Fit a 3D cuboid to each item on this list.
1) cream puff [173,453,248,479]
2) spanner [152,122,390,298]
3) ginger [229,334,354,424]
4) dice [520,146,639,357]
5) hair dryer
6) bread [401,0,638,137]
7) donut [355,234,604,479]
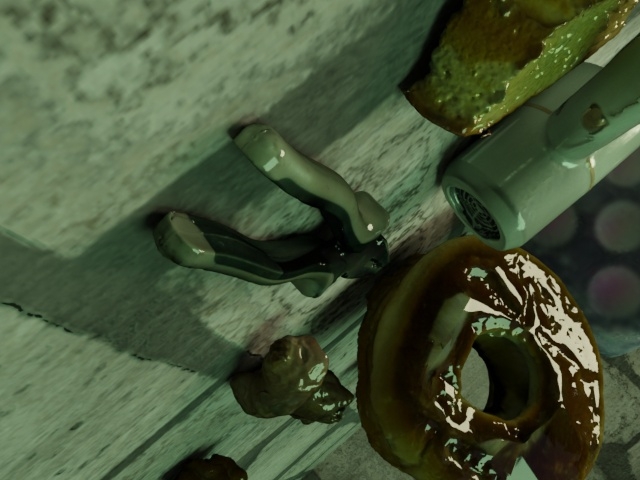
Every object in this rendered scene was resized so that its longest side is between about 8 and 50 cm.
[{"bbox_3d":[-0.156,0.332,0.808,0.116,0.094,0.122,-37,-176,-5],"label":"cream puff"},{"bbox_3d":[0.000,0.000,0.446,0.095,0.040,0.325,-46,160,9],"label":"spanner"},{"bbox_3d":[-0.027,0.171,0.689,0.290,0.122,0.084,76,32,-66],"label":"ginger"},{"bbox_3d":[0.429,-0.017,0.872,0.270,0.271,0.270,-43,162,21],"label":"dice"},{"bbox_3d":[0.210,-0.099,0.462,0.173,0.107,0.357,-40,173,-7],"label":"hair dryer"},{"bbox_3d":[0.142,-0.139,0.393,0.187,0.065,0.103,-32,165,-25],"label":"bread"},{"bbox_3d":[0.181,0.164,0.743,0.330,0.330,0.160,-31,-178,-30],"label":"donut"}]
